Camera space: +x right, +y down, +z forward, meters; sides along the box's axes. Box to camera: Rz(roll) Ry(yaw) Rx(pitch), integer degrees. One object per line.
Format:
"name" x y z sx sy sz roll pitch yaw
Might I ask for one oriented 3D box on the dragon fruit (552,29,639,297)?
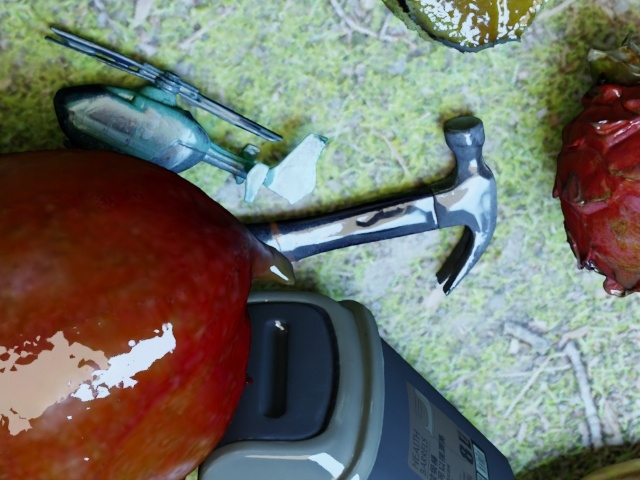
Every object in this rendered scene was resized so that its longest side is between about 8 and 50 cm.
"dragon fruit" 0.264 -0.050 1.418 0.172 0.172 0.209 -10 126 -6

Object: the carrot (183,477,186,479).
"carrot" -0.189 0.200 1.466 0.159 0.159 0.225 38 95 -24

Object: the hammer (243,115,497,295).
"hammer" 0.000 0.000 1.462 0.290 0.037 0.137 -14 115 -4

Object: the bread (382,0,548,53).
"bread" 0.117 -0.207 1.367 0.128 0.069 0.140 30 103 -23

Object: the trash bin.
"trash bin" 0.021 0.183 1.455 0.182 0.209 0.290 -33 123 25

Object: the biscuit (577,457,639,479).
"biscuit" 0.234 0.258 1.585 0.299 0.045 0.154 -12 127 -24

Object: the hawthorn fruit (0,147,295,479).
"hawthorn fruit" -0.196 0.068 1.290 0.311 0.295 0.295 -37 117 25

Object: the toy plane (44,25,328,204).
"toy plane" -0.112 -0.078 1.397 0.235 0.060 0.096 23 96 -15
